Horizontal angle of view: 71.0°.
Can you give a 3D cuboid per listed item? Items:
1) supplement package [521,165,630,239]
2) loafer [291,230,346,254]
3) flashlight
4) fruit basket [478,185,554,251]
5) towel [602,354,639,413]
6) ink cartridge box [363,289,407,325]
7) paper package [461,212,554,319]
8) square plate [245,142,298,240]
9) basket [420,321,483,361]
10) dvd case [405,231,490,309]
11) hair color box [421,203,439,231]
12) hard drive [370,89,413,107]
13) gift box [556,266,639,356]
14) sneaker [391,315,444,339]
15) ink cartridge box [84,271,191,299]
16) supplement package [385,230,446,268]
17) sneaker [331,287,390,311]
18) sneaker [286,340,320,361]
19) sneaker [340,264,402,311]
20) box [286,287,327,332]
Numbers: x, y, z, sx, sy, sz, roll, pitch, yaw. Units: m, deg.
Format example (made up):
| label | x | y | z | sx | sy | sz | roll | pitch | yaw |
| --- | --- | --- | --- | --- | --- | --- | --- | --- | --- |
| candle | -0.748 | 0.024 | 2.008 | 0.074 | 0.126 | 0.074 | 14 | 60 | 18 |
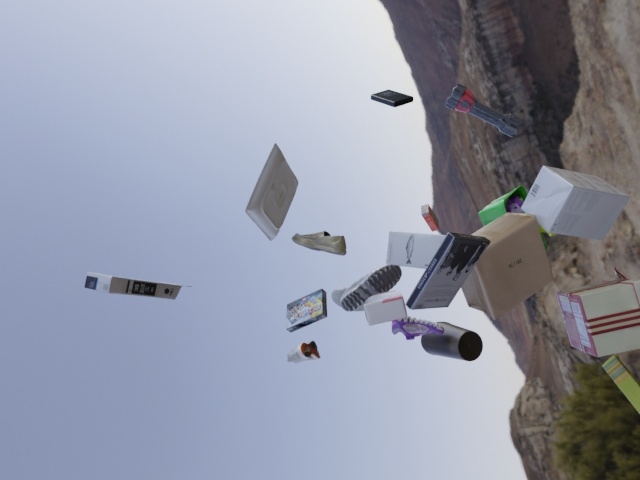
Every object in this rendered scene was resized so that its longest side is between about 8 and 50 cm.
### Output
| label | x | y | z | sx | sy | sz | roll | pitch | yaw |
| --- | --- | --- | --- | --- | --- | --- | --- | --- | --- |
| supplement package | 0.986 | -0.147 | 1.755 | 0.198 | 0.263 | 0.199 | -107 | 28 | -56 |
| loafer | 0.000 | 0.000 | 1.961 | 0.102 | 0.269 | 0.091 | 25 | -100 | -64 |
| flashlight | 0.666 | -0.528 | 1.829 | 0.304 | 0.103 | 0.103 | 29 | 173 | 6 |
| fruit basket | 0.998 | -0.074 | 2.118 | 0.283 | 0.392 | 0.391 | -31 | -78 | -38 |
| towel | 1.196 | 0.565 | 1.731 | 0.102 | 0.021 | 0.237 | 90 | 161 | -51 |
| ink cartridge box | 0.261 | 0.270 | 1.825 | 0.218 | 0.159 | 0.092 | -16 | -88 | -83 |
| paper package | 0.719 | 0.097 | 1.781 | 0.309 | 0.325 | 0.168 | 64 | 167 | -18 |
| square plate | -0.201 | -0.206 | 2.047 | 0.344 | 0.049 | 0.346 | 59 | -132 | -65 |
| basket | 0.592 | 0.448 | 1.980 | 0.227 | 0.205 | 0.154 | 169 | 94 | -71 |
| dvd case | 0.352 | 0.089 | 1.238 | 0.180 | 0.238 | 0.029 | 5 | -149 | -40 |
| hair color box | 0.585 | -0.120 | 2.393 | 0.141 | 0.043 | 0.071 | 48 | -145 | -35 |
| hard drive | 0.267 | -0.533 | 1.680 | 0.135 | 0.094 | 0.022 | 38 | 143 | 46 |
| gift box | 1.036 | 0.247 | 1.598 | 0.255 | 0.259 | 0.276 | -16 | -87 | -83 |
| sneaker | 0.412 | 0.386 | 1.946 | 0.095 | 0.237 | 0.104 | 37 | -116 | -71 |
| ink cartridge box | -0.655 | 0.170 | 1.638 | 0.333 | 0.166 | 0.065 | 16 | -101 | -53 |
| supplement package | 0.302 | 0.032 | 1.342 | 0.105 | 0.180 | 0.104 | 7 | -92 | -56 |
| sneaker | 0.192 | 0.254 | 2.086 | 0.161 | 0.283 | 0.102 | -78 | -1 | -67 |
| sneaker | -0.091 | 0.577 | 2.296 | 0.262 | 0.121 | 0.099 | 36 | -149 | -63 |
| sneaker | 0.194 | 0.171 | 1.817 | 0.105 | 0.282 | 0.115 | 59 | -177 | -15 |
| box | -0.073 | 0.361 | 2.313 | 0.044 | 0.233 | 0.159 | 45 | -150 | -36 |
